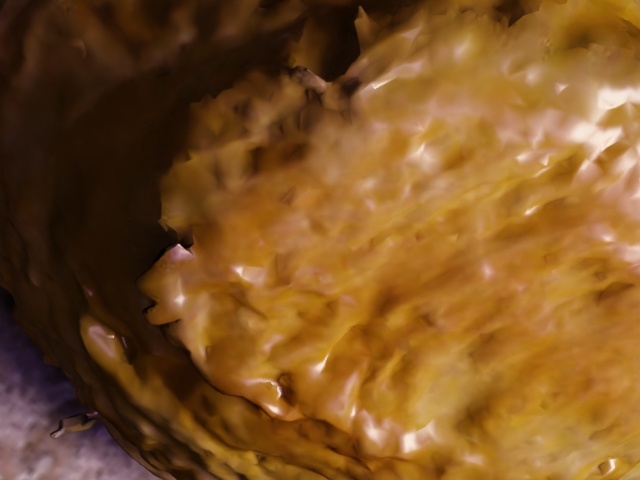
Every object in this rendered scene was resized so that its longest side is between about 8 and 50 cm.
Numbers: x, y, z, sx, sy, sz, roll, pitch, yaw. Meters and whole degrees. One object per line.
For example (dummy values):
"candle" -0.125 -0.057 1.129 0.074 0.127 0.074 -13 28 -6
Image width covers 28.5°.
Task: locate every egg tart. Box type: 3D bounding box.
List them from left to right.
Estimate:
"egg tart" 0.029 0.003 0.489 0.340 0.153 0.351 -30 113 11
